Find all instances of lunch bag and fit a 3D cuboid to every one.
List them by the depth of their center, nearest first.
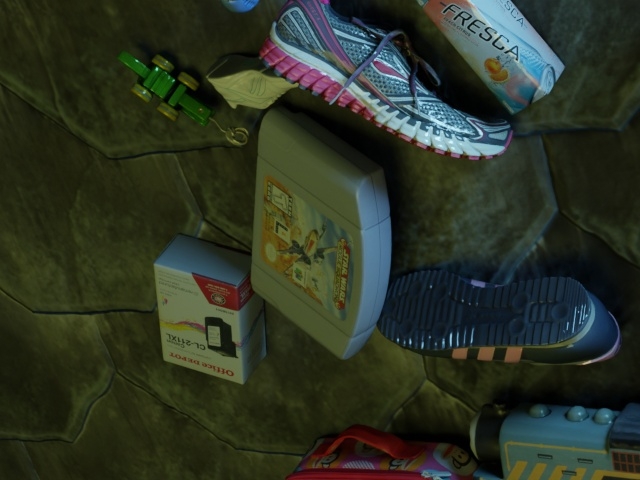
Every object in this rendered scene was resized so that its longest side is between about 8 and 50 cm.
[{"bbox_3d":[0.099,0.361,2.449,0.293,0.120,0.258,-5,120,39],"label":"lunch bag"}]

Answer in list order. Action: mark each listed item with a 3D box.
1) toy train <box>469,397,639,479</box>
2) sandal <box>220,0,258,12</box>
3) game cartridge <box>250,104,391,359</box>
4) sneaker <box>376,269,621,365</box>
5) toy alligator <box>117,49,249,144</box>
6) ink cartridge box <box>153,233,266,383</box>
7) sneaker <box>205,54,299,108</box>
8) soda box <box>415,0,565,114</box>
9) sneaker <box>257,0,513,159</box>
[{"bbox_3d":[0.337,0.289,2.246,0.334,0.142,0.190,3,114,32],"label":"toy train"},{"bbox_3d":[-0.020,-0.348,1.939,0.138,0.126,0.317,34,137,-4],"label":"sandal"},{"bbox_3d":[0.000,0.000,2.213,0.198,0.062,0.297,40,142,34],"label":"game cartridge"},{"bbox_3d":[0.214,0.109,2.189,0.319,0.112,0.131,4,159,42],"label":"sneaker"},{"bbox_3d":[-0.168,-0.171,2.222,0.189,0.056,0.051,34,177,0],"label":"toy alligator"},{"bbox_3d":[-0.145,0.093,2.405,0.127,0.072,0.175,15,131,20],"label":"ink cartridge box"},{"bbox_3d":[-0.062,-0.189,2.145,0.152,0.054,0.061,0,135,38],"label":"sneaker"},{"bbox_3d":[0.180,-0.228,1.955,0.183,0.063,0.058,48,134,-12],"label":"soda box"},{"bbox_3d":[0.083,-0.180,2.024,0.299,0.121,0.112,27,98,-4],"label":"sneaker"}]
